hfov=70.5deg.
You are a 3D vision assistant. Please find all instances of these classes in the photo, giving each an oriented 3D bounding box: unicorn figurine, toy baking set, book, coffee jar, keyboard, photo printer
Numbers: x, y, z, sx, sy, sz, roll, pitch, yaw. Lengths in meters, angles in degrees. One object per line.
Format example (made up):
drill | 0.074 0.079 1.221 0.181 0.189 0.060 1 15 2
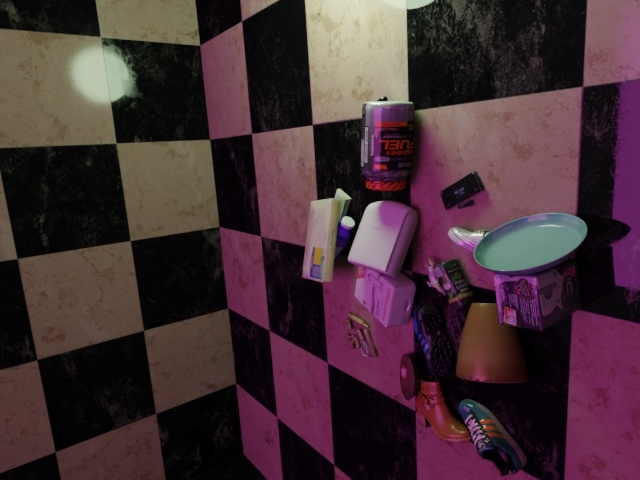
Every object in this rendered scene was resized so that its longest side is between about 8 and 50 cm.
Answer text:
unicorn figurine | 0.456 0.151 1.803 0.162 0.060 0.111 62 179 -8
toy baking set | 0.201 0.485 2.306 0.256 0.030 0.197 20 118 51
book | 0.098 -0.172 2.260 0.096 0.035 0.144 50 137 40
coffee jar | 0.511 0.169 1.720 0.079 0.096 0.184 -42 66 54
keyboard | 0.523 -0.168 1.672 0.180 0.023 0.108 -36 64 53
photo printer | 0.266 -0.020 1.915 0.256 0.107 0.308 17 84 51

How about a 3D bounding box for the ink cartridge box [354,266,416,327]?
ink cartridge box | 0.278 0.221 2.005 0.283 0.117 0.207 42 131 55

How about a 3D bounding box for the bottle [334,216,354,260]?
bottle | 0.082 -0.007 2.270 0.283 0.092 0.118 -57 46 45

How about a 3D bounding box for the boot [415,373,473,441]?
boot | 0.509 0.691 1.885 0.283 0.109 0.220 4 99 61

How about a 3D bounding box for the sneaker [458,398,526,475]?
sneaker | 0.621 0.736 1.705 0.302 0.121 0.108 46 133 38

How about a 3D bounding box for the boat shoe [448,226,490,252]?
boat shoe | 0.575 0.003 1.601 0.258 0.095 0.084 33 122 33

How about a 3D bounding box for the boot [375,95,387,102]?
boot | 0.259 -0.536 1.915 0.121 0.045 0.099 -40 65 59

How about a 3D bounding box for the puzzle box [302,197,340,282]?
puzzle box | 0.000 0.000 2.267 0.272 0.052 0.409 -175 92 -66

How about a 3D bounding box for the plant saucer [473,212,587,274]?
plant saucer | 0.625 0.015 1.358 0.317 0.317 0.044 0 123 54

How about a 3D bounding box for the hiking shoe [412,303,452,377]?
hiking shoe | 0.461 0.412 1.876 0.132 0.113 0.304 172 88 -77

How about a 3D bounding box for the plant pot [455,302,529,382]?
plant pot | 0.592 0.346 1.578 0.237 0.237 0.254 -10 76 55

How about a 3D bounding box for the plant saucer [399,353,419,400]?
plant saucer | 0.395 0.603 2.000 0.198 0.036 0.199 -177 90 -83

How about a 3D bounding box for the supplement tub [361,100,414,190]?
supplement tub | 0.266 -0.379 1.810 0.207 0.207 0.338 20 116 51

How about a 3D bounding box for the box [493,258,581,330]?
box | 0.661 0.153 1.372 0.142 0.247 0.163 -1 100 53
